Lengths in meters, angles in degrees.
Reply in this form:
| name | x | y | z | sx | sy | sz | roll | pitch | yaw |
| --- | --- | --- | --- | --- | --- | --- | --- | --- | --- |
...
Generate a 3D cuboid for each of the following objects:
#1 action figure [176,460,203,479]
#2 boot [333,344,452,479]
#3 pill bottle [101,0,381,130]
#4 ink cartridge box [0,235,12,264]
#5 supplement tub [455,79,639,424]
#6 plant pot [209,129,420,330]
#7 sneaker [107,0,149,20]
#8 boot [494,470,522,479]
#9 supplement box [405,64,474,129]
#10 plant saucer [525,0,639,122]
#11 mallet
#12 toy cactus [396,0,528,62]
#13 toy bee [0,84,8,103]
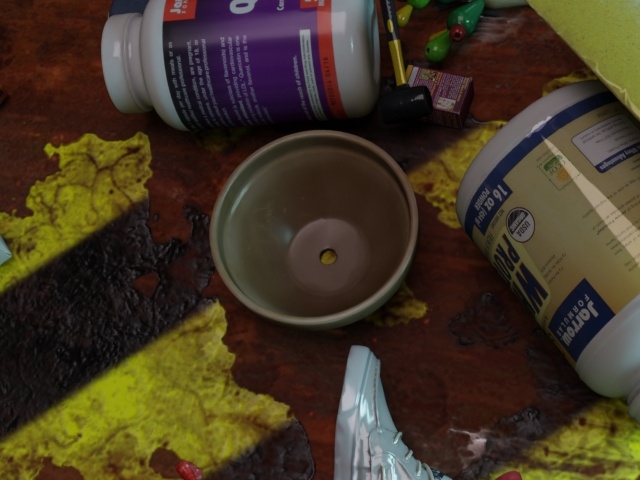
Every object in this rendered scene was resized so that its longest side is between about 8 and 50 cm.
| name | x | y | z | sx | sy | sz | roll | pitch | yaw |
| --- | --- | --- | --- | --- | --- | --- | --- | --- | --- |
| action figure | -0.067 | 0.361 | 1.085 | 0.091 | 0.139 | 0.280 | -41 | 47 | -12 |
| boot | 0.078 | 0.242 | 1.115 | 0.123 | 0.095 | 0.258 | 3 | 77 | 7 |
| pill bottle | -0.094 | -0.230 | 1.289 | 0.323 | 0.181 | 0.181 | -3 | 67 | 10 |
| ink cartridge box | -0.565 | 0.011 | 1.323 | 0.283 | 0.117 | 0.207 | -36 | 65 | -3 |
| supplement tub | 0.312 | 0.016 | 1.074 | 0.228 | 0.228 | 0.316 | -34 | 65 | -3 |
| plant pot | 0.000 | 0.000 | 1.213 | 0.237 | 0.109 | 0.237 | -4 | 68 | 10 |
| sneaker | -0.178 | -0.425 | 1.406 | 0.131 | 0.148 | 0.350 | 30 | 77 | 21 |
| boot | 0.230 | 0.298 | 1.001 | 0.244 | 0.088 | 0.176 | -26 | 55 | 43 |
| supplement box | 0.141 | -0.176 | 1.293 | 0.083 | 0.043 | 0.055 | 16 | 72 | 18 |
| plant saucer | 0.379 | -0.147 | 1.072 | 0.081 | 0.333 | 0.333 | -46 | 63 | 23 |
| mallet | 0.082 | -0.230 | 1.268 | 0.062 | 0.039 | 0.189 | -20 | 77 | 19 |
| toy cactus | 0.181 | -0.328 | 1.326 | 0.181 | 0.112 | 0.219 | 2 | 59 | 2 |
| toy bee | -0.572 | -0.270 | 1.420 | 0.298 | 0.162 | 0.195 | 12 | 73 | 16 |
